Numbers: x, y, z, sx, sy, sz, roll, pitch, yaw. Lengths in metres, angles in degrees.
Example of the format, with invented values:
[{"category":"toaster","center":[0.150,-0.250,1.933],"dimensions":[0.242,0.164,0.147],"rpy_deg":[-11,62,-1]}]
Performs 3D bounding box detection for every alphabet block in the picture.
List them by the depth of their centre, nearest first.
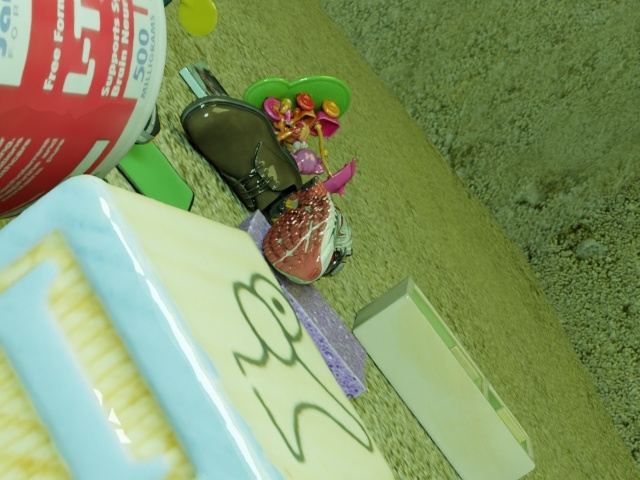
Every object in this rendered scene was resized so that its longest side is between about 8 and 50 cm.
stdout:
[{"category":"alphabet block","center":[-0.104,0.105,0.740],"dimensions":[0.192,0.193,0.197],"rpy_deg":[60,13,18]}]

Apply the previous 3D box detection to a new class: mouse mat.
[{"category":"mouse mat","center":[-0.190,-0.095,1.414],"dimensions":[0.190,0.007,0.152],"rpy_deg":[50,12,-13]}]

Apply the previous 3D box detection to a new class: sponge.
[{"category":"sponge","center":[-0.021,0.070,1.550],"dimensions":[0.210,0.031,0.117],"rpy_deg":[52,12,-10]}]

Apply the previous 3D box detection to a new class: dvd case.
[{"category":"dvd case","center":[-0.142,-0.191,1.852],"dimensions":[0.087,0.013,0.119],"rpy_deg":[53,13,-5]}]

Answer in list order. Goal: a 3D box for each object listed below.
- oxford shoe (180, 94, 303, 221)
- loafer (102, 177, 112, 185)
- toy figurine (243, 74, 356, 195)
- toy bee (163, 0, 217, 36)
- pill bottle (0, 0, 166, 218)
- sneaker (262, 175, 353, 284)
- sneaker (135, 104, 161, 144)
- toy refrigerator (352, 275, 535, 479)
[{"category":"oxford shoe","center":[-0.078,-0.089,1.655],"dimensions":[0.227,0.082,0.096],"rpy_deg":[40,23,-47]},{"category":"loafer","center":[-0.178,-0.018,1.136],"dimensions":[0.148,0.050,0.056],"rpy_deg":[48,14,-28]},{"category":"toy figurine","center":[-0.016,-0.135,2.000],"dimensions":[0.173,0.130,0.159],"rpy_deg":[13,48,-40]},{"category":"toy bee","center":[-0.186,-0.326,1.700],"dimensions":[0.195,0.162,0.298],"rpy_deg":[51,12,-23]},{"category":"pill bottle","center":[-0.242,-0.115,0.724],"dimensions":[0.229,0.229,0.407],"rpy_deg":[55,12,3]},{"category":"sneaker","center":[0.000,0.000,1.537],"dimensions":[0.093,0.088,0.225],"rpy_deg":[53,13,-12]},{"category":"sneaker","center":[-0.207,-0.177,1.383],"dimensions":[0.083,0.084,0.215],"rpy_deg":[44,24,-52]},{"category":"toy refrigerator","center":[0.159,0.182,1.790],"dimensions":[0.269,0.094,0.102],"rpy_deg":[54,11,-6]}]
